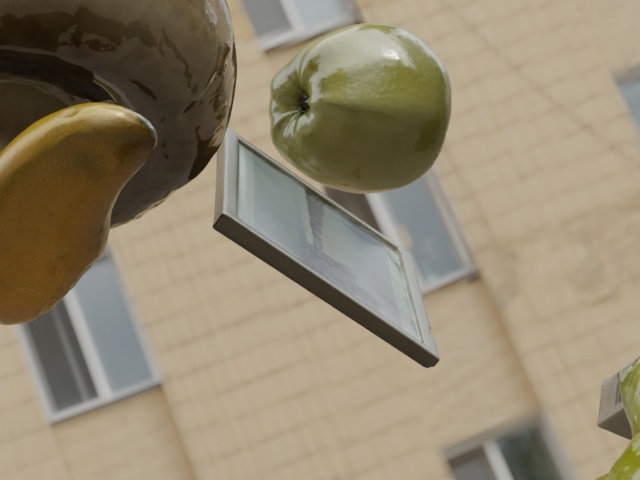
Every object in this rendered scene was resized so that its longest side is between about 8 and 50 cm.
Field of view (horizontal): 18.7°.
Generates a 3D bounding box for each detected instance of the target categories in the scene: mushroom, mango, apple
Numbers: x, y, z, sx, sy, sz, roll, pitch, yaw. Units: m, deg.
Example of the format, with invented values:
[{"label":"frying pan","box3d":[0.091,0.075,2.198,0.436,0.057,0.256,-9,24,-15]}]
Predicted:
[{"label":"mushroom","box3d":[-0.237,-0.102,1.376,0.362,0.294,0.362,-1,-27,0]},{"label":"mango","box3d":[-0.175,-0.015,1.214,0.098,0.075,0.190,14,-47,-30]},{"label":"apple","box3d":[0.046,-0.138,2.064,0.200,0.200,0.200,-20,-23,-8]}]

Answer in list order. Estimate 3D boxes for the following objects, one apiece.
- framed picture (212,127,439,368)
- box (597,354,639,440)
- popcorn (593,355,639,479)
[{"label":"framed picture","box3d":[0.000,0.000,1.642,0.016,0.213,0.289,-54,11,12]},{"label":"box","box3d":[0.386,0.085,1.420,0.204,0.051,0.365,23,-36,-15]},{"label":"popcorn","box3d":[0.205,0.208,0.970,0.325,0.321,0.290,14,11,-2]}]
